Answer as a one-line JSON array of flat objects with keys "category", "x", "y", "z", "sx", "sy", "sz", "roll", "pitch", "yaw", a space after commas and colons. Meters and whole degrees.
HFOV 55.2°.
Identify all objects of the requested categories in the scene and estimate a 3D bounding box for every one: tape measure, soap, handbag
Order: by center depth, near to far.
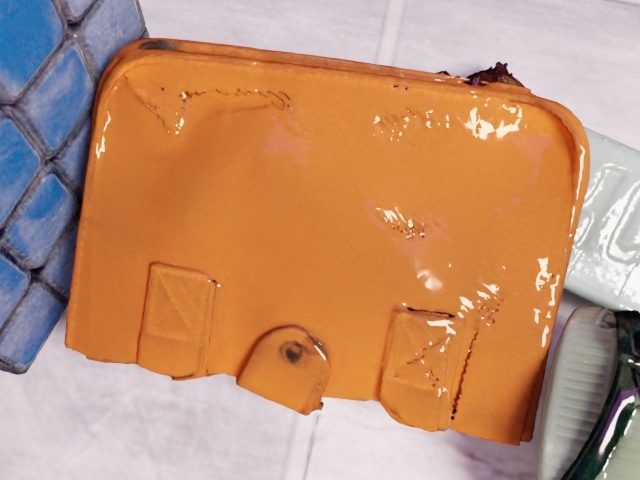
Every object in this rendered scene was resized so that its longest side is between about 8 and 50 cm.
[{"category": "tape measure", "x": 0.244, "y": 0.177, "z": 0.486, "sx": 0.115, "sy": 0.207, "sz": 0.235, "roll": 6, "pitch": 64, "yaw": 32}, {"category": "handbag", "x": 0.000, "y": 0.000, "z": 0.539, "sx": 0.411, "sy": 0.116, "sz": 0.303, "roll": 10, "pitch": 96, "yaw": 6}, {"category": "soap", "x": 0.244, "y": -0.032, "z": 0.607, "sx": 0.262, "sy": 0.094, "sz": 0.150, "roll": 27, "pitch": 102, "yaw": 11}]

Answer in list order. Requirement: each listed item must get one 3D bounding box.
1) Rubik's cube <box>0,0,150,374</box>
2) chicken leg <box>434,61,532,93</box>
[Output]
[{"category": "Rubik's cube", "x": -0.372, "y": -0.124, "z": 0.527, "sx": 0.344, "sy": 0.344, "sz": 0.337, "roll": 22, "pitch": 68, "yaw": 6}, {"category": "chicken leg", "x": 0.230, "y": -0.127, "z": 0.695, "sx": 0.105, "sy": 0.063, "sz": 0.234, "roll": -43, "pitch": 76, "yaw": -12}]
